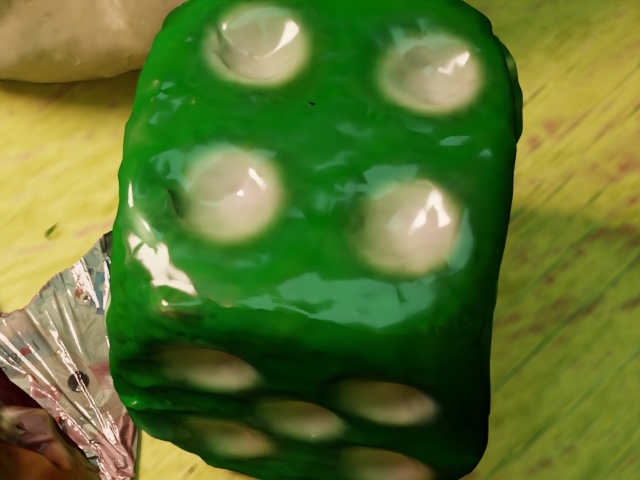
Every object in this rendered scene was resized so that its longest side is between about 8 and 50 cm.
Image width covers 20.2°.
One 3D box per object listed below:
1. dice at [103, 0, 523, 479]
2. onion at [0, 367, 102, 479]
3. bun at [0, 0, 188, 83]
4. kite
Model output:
[{"bbox_3d":[0.000,0.000,0.565,0.120,0.131,0.128,8,63,6],"label":"dice"},{"bbox_3d":[-0.201,0.186,0.393,0.385,0.348,0.348,-38,61,21],"label":"onion"},{"bbox_3d":[-0.095,-0.238,0.656,0.359,0.211,0.360,-1,60,2],"label":"bun"},{"bbox_3d":[-0.113,0.031,0.621,0.139,0.011,0.157,-34,66,-19],"label":"kite"}]
